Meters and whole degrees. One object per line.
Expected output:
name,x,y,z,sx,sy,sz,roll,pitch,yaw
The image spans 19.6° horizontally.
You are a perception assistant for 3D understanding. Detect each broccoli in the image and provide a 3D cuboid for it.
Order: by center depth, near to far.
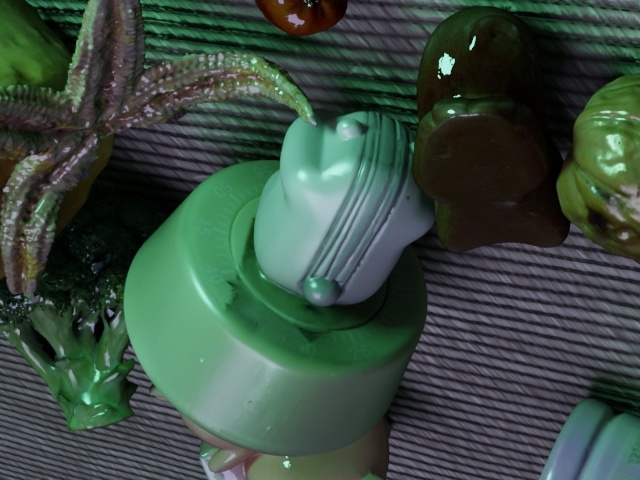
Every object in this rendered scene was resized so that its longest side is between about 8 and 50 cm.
broccoli,-0.250,0.069,2.002,0.270,0.270,0.270,-5,176,0

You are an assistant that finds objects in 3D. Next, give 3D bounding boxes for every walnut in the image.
walnut,0.286,-0.051,1.489,0.184,0.155,0.155,22,149,5

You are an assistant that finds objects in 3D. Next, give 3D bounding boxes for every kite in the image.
kite,-0.171,-0.142,1.880,0.078,0.002,0.044,28,150,2

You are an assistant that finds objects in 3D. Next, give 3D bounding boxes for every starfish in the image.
starfish,-0.205,-0.091,1.659,0.398,0.132,0.384,-22,161,14

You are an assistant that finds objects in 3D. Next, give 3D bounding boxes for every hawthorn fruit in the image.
hawthorn fruit,-0.021,-0.217,1.578,0.081,0.081,0.093,47,175,-28

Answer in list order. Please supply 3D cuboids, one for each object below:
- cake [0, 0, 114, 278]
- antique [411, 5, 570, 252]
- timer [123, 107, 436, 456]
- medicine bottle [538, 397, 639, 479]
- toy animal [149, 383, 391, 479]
cake,-0.412,-0.138,1.823,0.321,0.332,0.332,45,156,23
antique,0.142,-0.089,1.562,0.121,0.143,0.257,-4,147,14
timer,0.000,0.000,1.725,0.291,0.291,0.315,31,133,-2
medicine bottle,0.379,0.313,1.882,0.325,0.212,0.212,22,149,14
toy animal,-0.041,0.207,2.079,0.213,0.195,0.256,-25,116,8
